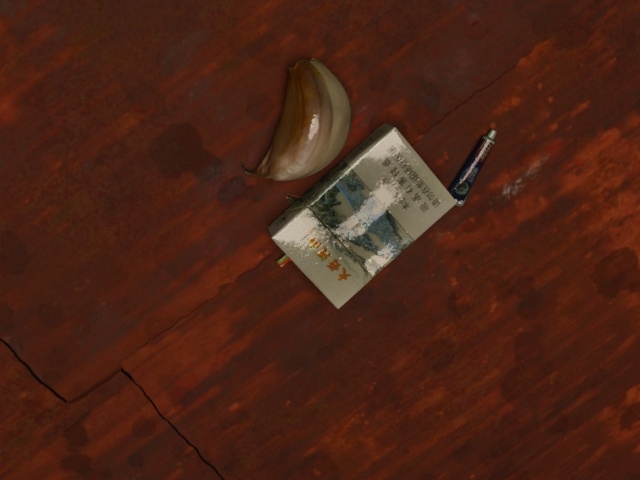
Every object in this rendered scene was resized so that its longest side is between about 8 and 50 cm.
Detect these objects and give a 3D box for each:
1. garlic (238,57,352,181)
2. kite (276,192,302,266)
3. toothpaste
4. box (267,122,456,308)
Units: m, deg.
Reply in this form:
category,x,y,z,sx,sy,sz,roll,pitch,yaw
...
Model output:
category,x,y,z,sx,sy,sz,roll,pitch,yaw
garlic,-0.019,-0.158,1.301,0.128,0.115,0.207,21,106,-23
kite,0.000,0.000,1.411,0.159,0.010,0.190,-23,107,-5
toothpaste,0.249,-0.120,1.416,0.037,0.021,0.140,25,105,-13
box,0.064,-0.040,1.371,0.256,0.069,0.164,-42,108,2
